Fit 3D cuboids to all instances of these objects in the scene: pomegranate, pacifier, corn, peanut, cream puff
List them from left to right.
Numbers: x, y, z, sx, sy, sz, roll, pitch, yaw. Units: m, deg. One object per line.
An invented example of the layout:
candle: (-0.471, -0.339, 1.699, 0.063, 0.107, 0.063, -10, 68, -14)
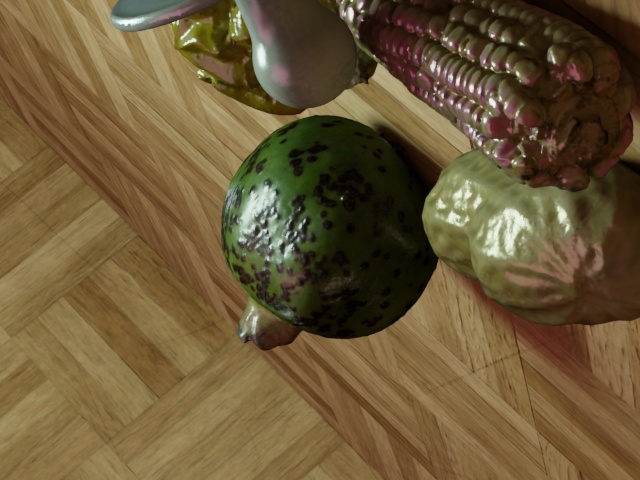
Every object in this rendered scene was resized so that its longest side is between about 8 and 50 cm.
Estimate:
cream puff: (-0.055, -0.219, 1.779, 0.195, 0.195, 0.221, 42, 162, 33)
pacifier: (-0.035, -0.213, 1.504, 0.299, 0.244, 0.233, -88, -26, -62)
pomegranate: (0.000, 0.000, 2.038, 0.254, 0.270, 0.254, 32, -167, -8)
corn: (0.126, -0.148, 1.494, 0.335, 0.126, 0.126, 45, 168, 52)
peanut: (0.187, -0.009, 1.614, 0.152, 0.152, 0.313, 56, 168, -25)
